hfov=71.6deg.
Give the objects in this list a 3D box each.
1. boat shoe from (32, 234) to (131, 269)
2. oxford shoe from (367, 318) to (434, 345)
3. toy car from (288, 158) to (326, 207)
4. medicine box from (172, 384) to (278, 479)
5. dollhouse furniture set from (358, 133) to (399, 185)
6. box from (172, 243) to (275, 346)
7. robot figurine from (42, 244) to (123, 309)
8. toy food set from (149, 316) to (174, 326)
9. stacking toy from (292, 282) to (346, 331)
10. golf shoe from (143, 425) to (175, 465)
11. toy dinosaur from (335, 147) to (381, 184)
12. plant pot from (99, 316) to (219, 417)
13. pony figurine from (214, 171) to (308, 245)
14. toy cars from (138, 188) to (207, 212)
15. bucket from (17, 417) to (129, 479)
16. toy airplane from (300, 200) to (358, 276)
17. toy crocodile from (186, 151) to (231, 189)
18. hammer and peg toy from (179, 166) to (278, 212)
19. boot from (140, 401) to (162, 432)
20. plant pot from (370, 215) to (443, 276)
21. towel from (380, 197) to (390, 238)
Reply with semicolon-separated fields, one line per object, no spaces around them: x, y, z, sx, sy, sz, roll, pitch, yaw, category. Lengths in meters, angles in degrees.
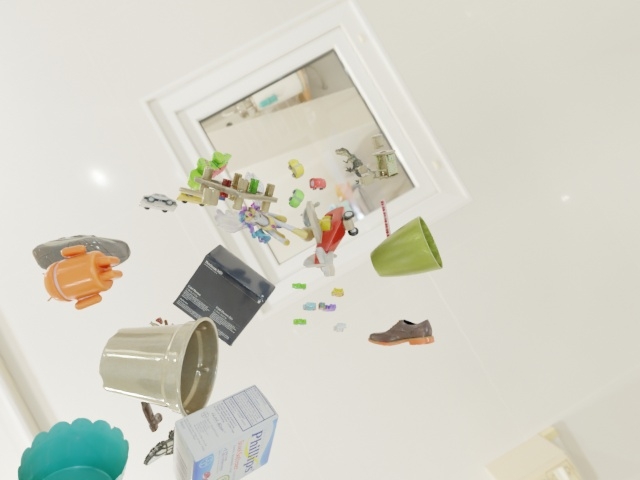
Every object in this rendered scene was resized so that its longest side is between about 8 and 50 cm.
-0.865;0.026;1.631;0.130;0.356;0.132;-81;-10;-62;boat shoe
0.307;0.355;1.723;0.097;0.271;0.098;5;-104;-59;oxford shoe
-0.085;-0.261;2.176;0.239;0.225;0.053;33;159;-26;toy car
-0.305;0.647;1.413;0.149;0.289;0.263;41;131;37;medicine box
0.233;-0.339;1.861;0.101;0.161;0.181;13;122;56;dollhouse furniture set
-0.446;0.255;2.077;0.343;0.312;0.179;38;-159;-3;box
-0.702;0.104;1.298;0.128;0.220;0.158;-108;2;-55;robot figurine
-0.676;0.377;1.932;0.122;0.078;0.019;46;-167;-9;toy food set
-0.006;0.257;1.706;0.052;0.221;0.167;123;150;-51;stacking toy
-0.613;0.841;1.788;0.094;0.198;0.077;56;151;-10;golf shoe
0.176;-0.342;2.110;0.268;0.118;0.064;36;144;-11;toy dinosaur
-0.549;0.418;1.510;0.334;0.306;0.333;3;-90;-82;plant pot
-0.281;-0.115;2.065;0.363;0.302;0.351;28;-174;-46;pony figurine
-0.760;-0.228;2.350;0.176;0.394;0.087;72;-170;-67;toy cars
-0.672;0.654;1.212;0.281;0.281;0.183;-125;47;-57;bucket
0.000;0.000;2.267;0.384;0.273;0.386;2;-83;-61;toy airplane
-0.549;-0.356;2.216;0.105;0.115;0.340;44;-146;-2;toy crocodile
-0.370;-0.209;1.762;0.266;0.127;0.361;21;-170;28;hammer and peg toy
-0.602;0.604;1.574;0.106;0.037;0.114;-142;33;-73;boot
0.402;0.062;2.161;0.275;0.294;0.274;50;-154;-35;plant pot
0.357;-0.088;2.412;0.199;0.031;0.274;-48;-52;-76;towel
